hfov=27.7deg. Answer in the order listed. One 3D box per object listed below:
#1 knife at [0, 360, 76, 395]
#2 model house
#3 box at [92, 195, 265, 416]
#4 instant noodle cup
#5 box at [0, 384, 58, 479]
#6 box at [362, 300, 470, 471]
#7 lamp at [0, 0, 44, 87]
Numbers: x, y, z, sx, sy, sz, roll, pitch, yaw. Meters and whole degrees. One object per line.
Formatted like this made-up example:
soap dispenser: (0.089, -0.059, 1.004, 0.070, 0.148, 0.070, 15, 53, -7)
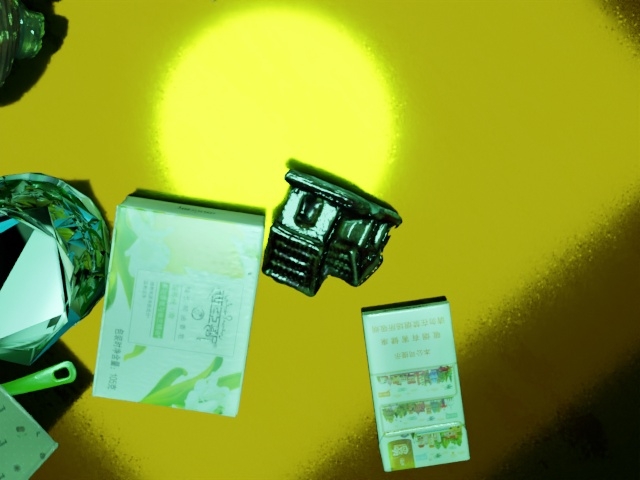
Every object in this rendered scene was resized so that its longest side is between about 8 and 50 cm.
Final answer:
knife: (-0.412, 0.201, 1.765, 0.166, 0.022, 0.078, -14, 104, 2)
model house: (0.007, 0.003, 1.700, 0.165, 0.106, 0.152, 24, 96, 0)
box: (-0.184, 0.084, 1.708, 0.194, 0.111, 0.261, 8, 96, -3)
instant noodle cup: (-0.390, 0.035, 1.661, 0.240, 0.178, 0.240, 0, 99, -1)
box: (-0.517, 0.288, 1.627, 0.225, 0.190, 0.297, 46, 132, -8)
box: (0.129, 0.198, 1.769, 0.122, 0.032, 0.220, -8, 99, 0)
lamp: (-0.460, -0.272, 1.595, 0.247, 0.247, 0.247, 0, 99, -1)
